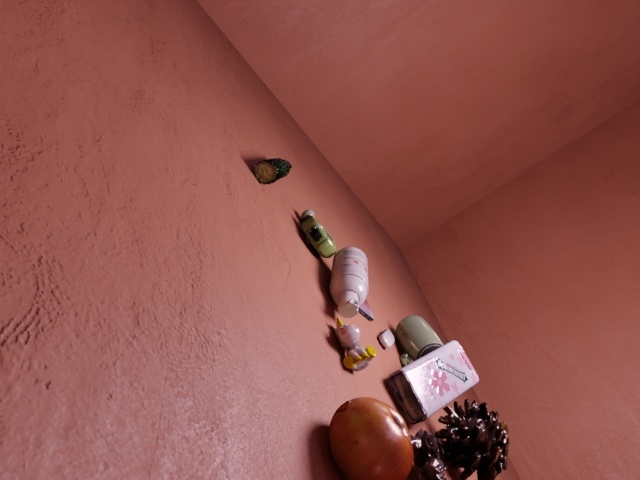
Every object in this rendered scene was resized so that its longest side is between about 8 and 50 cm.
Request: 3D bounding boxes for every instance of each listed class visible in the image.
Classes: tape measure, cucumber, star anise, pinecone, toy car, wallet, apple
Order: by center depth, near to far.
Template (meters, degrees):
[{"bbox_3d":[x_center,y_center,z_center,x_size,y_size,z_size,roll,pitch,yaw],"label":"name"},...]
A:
[{"bbox_3d":[0.114,0.448,0.983,0.209,0.164,0.209,53,12,-16],"label":"apple"},{"bbox_3d":[0.312,0.653,1.296,0.212,0.129,0.283,67,8,17],"label":"star anise"},{"bbox_3d":[0.566,0.746,1.648,0.242,0.298,0.296,-18,56,-30],"label":"pinecone"},{"bbox_3d":[0.000,0.000,1.758,0.177,0.087,0.154,49,4,-33],"label":"tape measure"},{"bbox_3d":[-0.178,-0.293,1.806,0.096,0.096,0.359,55,15,-6],"label":"cucumber"},{"bbox_3d":[0.148,0.245,1.839,0.232,0.025,0.119,43,20,-43],"label":"wallet"},{"bbox_3d":[0.388,0.554,1.889,0.093,0.058,0.186,54,2,-16],"label":"toy car"}]

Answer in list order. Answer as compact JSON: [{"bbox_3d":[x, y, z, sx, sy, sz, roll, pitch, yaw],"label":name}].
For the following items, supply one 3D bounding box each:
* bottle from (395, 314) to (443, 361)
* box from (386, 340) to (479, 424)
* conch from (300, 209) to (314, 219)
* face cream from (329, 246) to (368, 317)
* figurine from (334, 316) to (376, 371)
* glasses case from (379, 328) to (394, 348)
[{"bbox_3d":[0.468,0.485,1.967,0.168,0.168,0.347,50,4,-25],"label":"bottle"},{"bbox_3d":[0.424,0.522,1.652,0.369,0.112,0.190,-11,64,-39],"label":"box"},{"bbox_3d":[-0.054,-0.086,1.840,0.085,0.056,0.076,-64,144,-40],"label":"conch"},{"bbox_3d":[0.103,0.167,1.619,0.145,0.145,0.370,52,20,-17],"label":"face cream"},{"bbox_3d":[0.091,0.321,1.382,0.178,0.109,0.129,59,-12,13],"label":"figurine"},{"bbox_3d":[0.283,0.416,1.875,0.063,0.041,0.164,60,14,8],"label":"glasses case"}]
